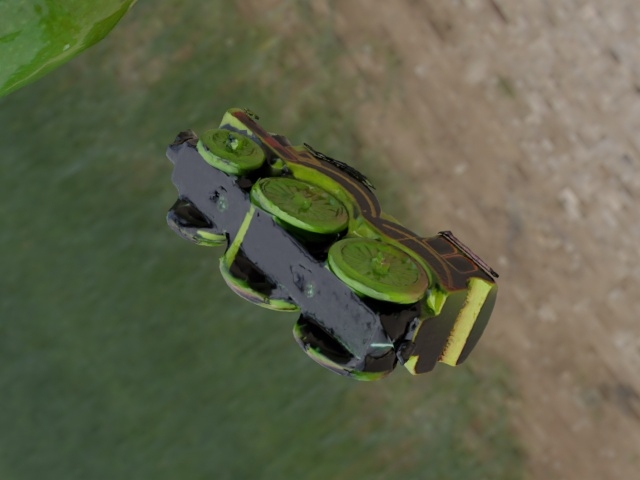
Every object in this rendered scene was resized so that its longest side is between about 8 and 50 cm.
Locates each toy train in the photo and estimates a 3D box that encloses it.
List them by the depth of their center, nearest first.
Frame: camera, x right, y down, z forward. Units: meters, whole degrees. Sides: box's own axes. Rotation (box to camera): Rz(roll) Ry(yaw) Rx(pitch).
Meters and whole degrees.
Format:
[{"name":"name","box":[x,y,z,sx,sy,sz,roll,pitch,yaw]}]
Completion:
[{"name":"toy train","box":[0.000,0.000,1.599,0.296,0.161,0.100,42,124,32]}]

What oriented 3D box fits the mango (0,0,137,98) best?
[{"name":"mango","box":[-0.268,-0.173,1.218,0.225,0.382,0.201,64,-179,11]}]
